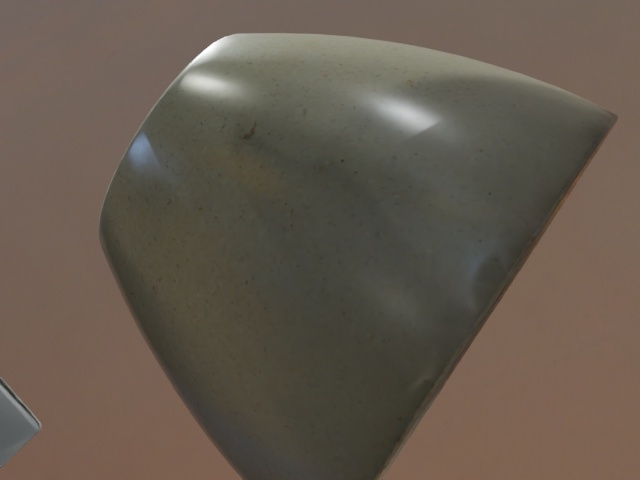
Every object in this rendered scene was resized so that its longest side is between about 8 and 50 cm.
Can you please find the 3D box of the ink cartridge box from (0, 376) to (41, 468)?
[{"bbox_3d":[-0.399,0.135,1.094,0.198,0.270,0.197,-44,-70,-16],"label":"ink cartridge box"}]

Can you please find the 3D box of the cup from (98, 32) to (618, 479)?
[{"bbox_3d":[0.000,0.000,0.833,0.237,0.331,0.331,33,-68,8],"label":"cup"}]
